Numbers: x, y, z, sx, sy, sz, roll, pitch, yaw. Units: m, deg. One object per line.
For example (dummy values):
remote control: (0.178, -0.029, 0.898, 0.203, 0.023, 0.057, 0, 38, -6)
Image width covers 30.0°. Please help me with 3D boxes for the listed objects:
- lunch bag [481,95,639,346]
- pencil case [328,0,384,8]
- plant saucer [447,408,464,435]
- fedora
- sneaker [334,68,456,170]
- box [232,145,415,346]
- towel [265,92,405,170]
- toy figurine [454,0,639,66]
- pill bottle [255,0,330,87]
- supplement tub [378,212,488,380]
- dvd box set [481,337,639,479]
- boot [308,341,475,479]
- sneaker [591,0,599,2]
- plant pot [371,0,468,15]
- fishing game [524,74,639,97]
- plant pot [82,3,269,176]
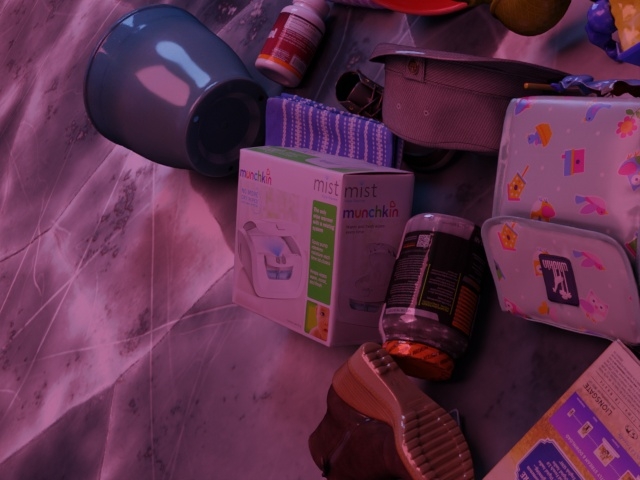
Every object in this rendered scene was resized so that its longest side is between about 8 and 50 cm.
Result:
lunch bag: (0.307, -0.022, 1.339, 0.223, 0.160, 0.262, 11, 88, 49)
pencil case: (0.059, -0.440, 2.014, 0.088, 0.086, 0.206, -40, 34, -15)
plant saucer: (0.150, 0.295, 1.406, 0.067, 0.018, 0.192, -32, 42, 32)
fedora: (0.184, -0.178, 1.562, 0.275, 0.243, 0.124, 15, 98, 33)
sneaker: (0.103, -0.173, 1.725, 0.083, 0.118, 0.222, -57, 35, 1)
box: (0.000, 0.000, 1.643, 0.262, 0.126, 0.231, 20, 109, 54)
towel: (0.000, -0.078, 1.769, 0.336, 0.040, 0.243, 24, 109, 54)
toy figurine: (0.360, -0.282, 1.448, 0.362, 0.191, 0.217, -30, 74, 39)
pill bottle: (-0.044, -0.348, 2.061, 0.086, 0.086, 0.152, 13, 74, 53)
supplement tub: (0.141, 0.072, 1.498, 0.117, 0.117, 0.190, -7, 58, 48)
dvd box set: (0.252, 0.346, 1.194, 0.420, 0.062, 0.308, -50, 39, 11)
boot: (0.080, 0.268, 1.445, 0.248, 0.090, 0.207, 57, 141, 34)
sneaker: (0.390, -0.400, 1.586, 0.072, 0.077, 0.178, 14, 76, 55)
plant pot: (0.163, -0.521, 1.811, 0.275, 0.275, 0.243, -24, 37, 38)
fishing game: (0.368, -0.168, 1.371, 0.264, 0.189, 0.041, 7, 98, 46)
plant pot: (-0.231, -0.239, 2.072, 0.255, 0.271, 0.272, 36, 93, 41)
